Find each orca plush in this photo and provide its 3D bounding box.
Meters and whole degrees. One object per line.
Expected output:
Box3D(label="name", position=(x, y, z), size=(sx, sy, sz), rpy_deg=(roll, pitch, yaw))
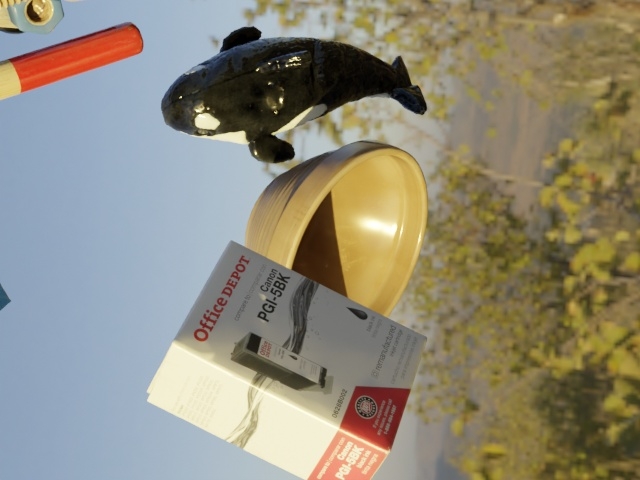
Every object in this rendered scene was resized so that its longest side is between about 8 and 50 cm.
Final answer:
Box3D(label="orca plush", position=(-0.019, -0.161, 1.290), size=(0.102, 0.287, 0.151), rpy_deg=(152, 122, -71))

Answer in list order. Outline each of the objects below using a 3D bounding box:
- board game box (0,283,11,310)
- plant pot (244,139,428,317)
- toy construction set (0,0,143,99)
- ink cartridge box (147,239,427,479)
Box3D(label="board game box", position=(-0.489, 0.054, 1.191), size=(0.308, 0.086, 0.302), rpy_deg=(-44, -31, -22))
Box3D(label="plant pot", position=(0.000, 0.000, 1.254), size=(0.237, 0.110, 0.237), rpy_deg=(-32, -46, -40))
Box3D(label="toy construction set", position=(-0.294, -0.205, 0.811), size=(0.309, 0.237, 0.257), rpy_deg=(52, 151, 26))
Box3D(label="ink cartridge box", position=(-0.018, 0.074, 0.706), size=(0.056, 0.135, 0.099), rpy_deg=(-62, 2, 42))
